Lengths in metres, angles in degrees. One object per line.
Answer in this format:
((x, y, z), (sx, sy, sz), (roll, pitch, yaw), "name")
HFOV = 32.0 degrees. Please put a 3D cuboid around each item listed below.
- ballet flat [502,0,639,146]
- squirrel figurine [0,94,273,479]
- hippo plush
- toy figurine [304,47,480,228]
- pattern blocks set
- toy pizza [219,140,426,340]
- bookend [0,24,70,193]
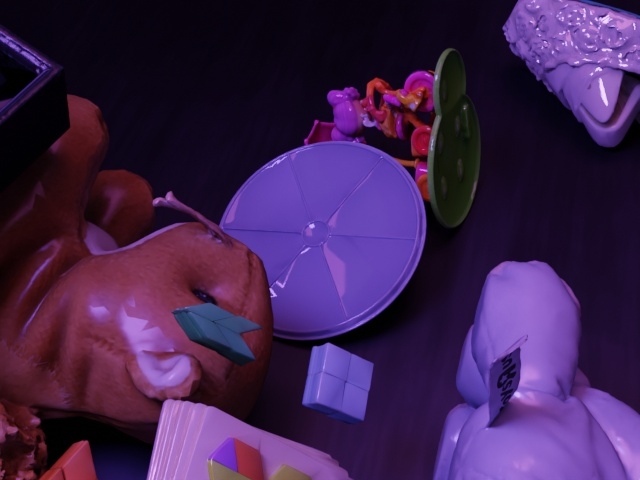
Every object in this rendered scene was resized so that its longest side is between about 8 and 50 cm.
((0.355, -0.143, 1.133), (0.408, 0.147, 0.147), (22, 47, 24), "ballet flat")
((-0.240, 0.087, 0.841), (0.370, 0.281, 0.397), (26, 63, 13), "squirrel figurine")
((0.204, 0.144, 0.727), (0.236, 0.294, 0.234), (13, 66, 4), "hippo plush")
((0.058, -0.103, 1.081), (0.159, 0.173, 0.130), (6, 29, 27), "toy figurine")
((-0.052, 0.203, 0.694), (0.285, 0.026, 0.325), (17, 66, -37), "pattern blocks set")
((0.000, 0.000, 1.014), (0.201, 0.032, 0.201), (-8, 61, 16), "toy pizza")
((-0.278, -0.088, 0.742), (0.157, 0.072, 0.156), (35, 62, 11), "bookend")
